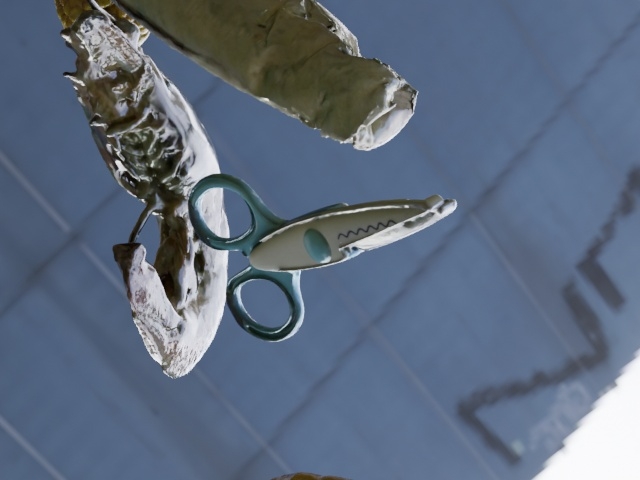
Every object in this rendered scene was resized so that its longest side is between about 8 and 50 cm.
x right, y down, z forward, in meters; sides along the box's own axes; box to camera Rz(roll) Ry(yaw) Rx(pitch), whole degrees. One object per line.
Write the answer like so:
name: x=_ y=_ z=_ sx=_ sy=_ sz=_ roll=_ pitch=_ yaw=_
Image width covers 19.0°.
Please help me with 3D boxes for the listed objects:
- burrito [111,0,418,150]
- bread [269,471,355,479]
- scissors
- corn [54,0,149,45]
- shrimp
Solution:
burrito: x=-0.037 y=-0.091 z=0.767 sx=0.188 sy=0.058 sz=0.045 roll=33 pitch=-76 yaw=29
bread: x=0.003 y=0.239 z=1.242 sx=0.121 sy=0.174 sz=0.245 roll=-36 pitch=-176 yaw=-21
scissors: x=0.000 y=0.000 z=0.577 sx=0.014 sy=0.058 sz=0.119 roll=-28 pitch=-171 yaw=-36
corn: x=-0.161 y=-0.213 z=1.318 sx=0.068 sy=0.068 sz=0.207 roll=-26 pitch=-118 yaw=19
shrimp: x=-0.086 y=-0.024 z=0.987 sx=0.052 sy=0.251 sz=0.144 roll=-8 pitch=-123 yaw=15
